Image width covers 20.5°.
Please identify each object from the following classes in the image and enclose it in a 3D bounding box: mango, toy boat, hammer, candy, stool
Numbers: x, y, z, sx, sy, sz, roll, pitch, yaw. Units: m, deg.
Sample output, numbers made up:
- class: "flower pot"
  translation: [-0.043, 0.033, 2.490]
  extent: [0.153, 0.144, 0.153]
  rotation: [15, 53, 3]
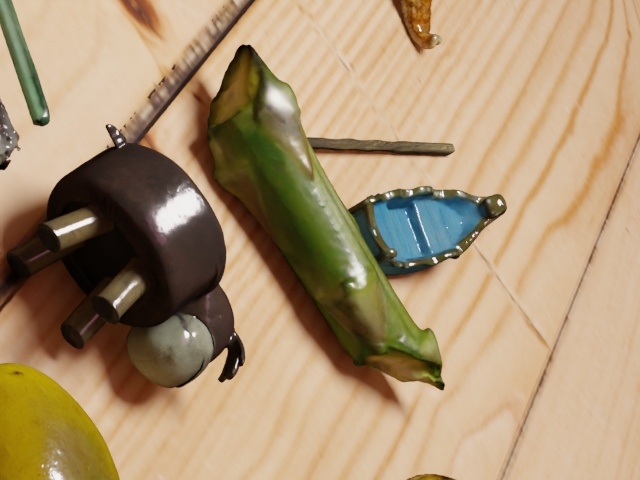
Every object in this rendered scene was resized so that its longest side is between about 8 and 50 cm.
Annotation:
- class: "mango"
  translation: [-0.182, 0.152, 1.153]
  extent: [0.103, 0.076, 0.161]
  rotation: [-4, 66, -46]
- class: "toy boat"
  translation: [0.096, -0.014, 1.598]
  extent: [0.185, 0.077, 0.075]
  rotation: [-5, 74, -53]
- class: "hammer"
  translation: [0.044, -0.084, 1.620]
  extent: [0.292, 0.029, 0.058]
  rotation: [-2, 74, -54]
- class: "candy"
  translation: [-0.236, -0.203, 1.217]
  extent: [0.305, 0.083, 0.091]
  rotation: [67, 8, 28]
- class: "stool"
  translation: [-0.131, 0.027, 1.258]
  extent: [0.121, 0.125, 0.217]
  rotation: [-43, 125, -35]

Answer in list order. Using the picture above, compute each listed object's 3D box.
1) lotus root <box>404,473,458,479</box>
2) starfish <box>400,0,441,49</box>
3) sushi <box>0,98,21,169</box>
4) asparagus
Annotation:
- class: "lotus root"
  translation: [0.113, 0.255, 1.464]
  extent: [0.190, 0.094, 0.108]
  rotation: [27, 72, -52]
- class: "starfish"
  translation: [0.060, -0.366, 1.740]
  extent: [0.375, 0.094, 0.327]
  rotation: [16, 60, -41]
- class: "sushi"
  translation: [-0.259, -0.074, 1.171]
  extent: [0.094, 0.084, 0.098]
  rotation: [-7, 72, -50]
- class: "asparagus"
  translation: [0.001, 0.000, 1.470]
  extent: [0.085, 0.082, 0.343]
  rotation: [-43, 110, -47]
